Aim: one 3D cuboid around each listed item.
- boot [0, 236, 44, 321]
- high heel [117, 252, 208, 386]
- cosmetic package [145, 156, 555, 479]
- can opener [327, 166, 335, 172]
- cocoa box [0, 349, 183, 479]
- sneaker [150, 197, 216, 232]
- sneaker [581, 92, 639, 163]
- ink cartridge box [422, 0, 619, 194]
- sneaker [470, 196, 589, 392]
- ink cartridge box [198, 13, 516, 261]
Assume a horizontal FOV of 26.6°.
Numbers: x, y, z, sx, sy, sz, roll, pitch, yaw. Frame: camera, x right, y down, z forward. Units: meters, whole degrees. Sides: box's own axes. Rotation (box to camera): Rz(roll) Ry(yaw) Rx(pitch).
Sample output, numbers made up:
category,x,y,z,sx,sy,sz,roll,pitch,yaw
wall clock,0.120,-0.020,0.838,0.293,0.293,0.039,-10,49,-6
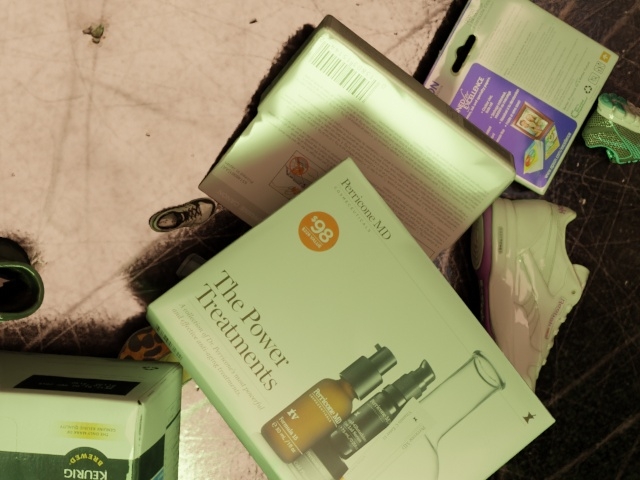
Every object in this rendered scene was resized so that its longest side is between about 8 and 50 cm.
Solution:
category,x,y,z,sx,sy,sz,roll,pitch,yaw
boot,-0.476,0.063,1.472,0.338,0.223,0.118,-17,98,-10
high heel,-0.137,0.158,1.579,0.186,0.093,0.261,25,82,26
cosmetic package,0.031,0.141,1.504,0.284,0.097,0.377,-38,87,-15
can opener,0.000,0.000,1.636,0.059,0.073,0.186,8,123,-46
cocoa box,-0.341,0.251,1.469,0.347,0.231,0.228,3,95,6
sneaker,-0.163,-0.028,1.628,0.083,0.037,0.032,-22,97,-11
sneaker,0.405,-0.127,1.739,0.166,0.065,0.076,25,118,-22
ink cartridge box,0.239,-0.196,1.697,0.208,0.045,0.206,30,88,-12
sneaker,0.268,0.096,1.691,0.152,0.114,0.305,-1,95,-11
ink cartridge box,0.044,-0.085,1.655,0.296,0.066,0.261,36,112,-12
